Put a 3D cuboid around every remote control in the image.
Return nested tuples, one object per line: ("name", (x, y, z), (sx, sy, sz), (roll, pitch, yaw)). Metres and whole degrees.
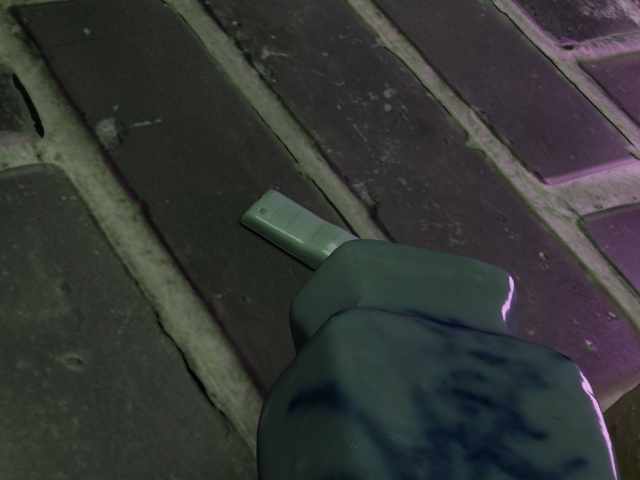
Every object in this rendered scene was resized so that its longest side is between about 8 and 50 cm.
("remote control", (0.000, 0.000, 1.191), (0.162, 0.029, 0.061), (31, 41, 8))

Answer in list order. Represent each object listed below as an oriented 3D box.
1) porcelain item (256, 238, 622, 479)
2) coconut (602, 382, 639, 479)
("porcelain item", (0.077, 0.170, 0.770), (0.243, 0.178, 0.405), (11, 31, -10))
("coconut", (0.352, 0.225, 0.901), (0.353, 0.352, 0.352), (13, 43, -13))
